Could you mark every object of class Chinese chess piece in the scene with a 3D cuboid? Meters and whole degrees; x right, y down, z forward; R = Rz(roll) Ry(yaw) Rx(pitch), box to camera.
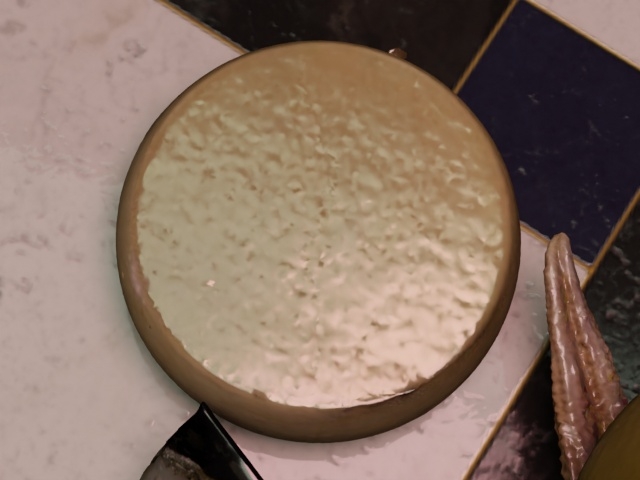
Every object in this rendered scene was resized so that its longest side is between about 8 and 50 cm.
[{"bbox_3d":[0.000,0.000,1.082,0.273,0.102,0.273,1,77,-2],"label":"Chinese chess piece"}]

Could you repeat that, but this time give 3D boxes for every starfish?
[{"bbox_3d":[0.197,0.228,0.997,0.398,0.132,0.384,-44,105,-23],"label":"starfish"}]

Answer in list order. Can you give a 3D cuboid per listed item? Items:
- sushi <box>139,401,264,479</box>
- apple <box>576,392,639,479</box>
[{"bbox_3d":[-0.033,0.238,0.992,0.109,0.134,0.273,-37,74,-8],"label":"sushi"},{"bbox_3d":[0.284,0.195,0.850,0.295,0.233,0.258,39,65,-12],"label":"apple"}]
